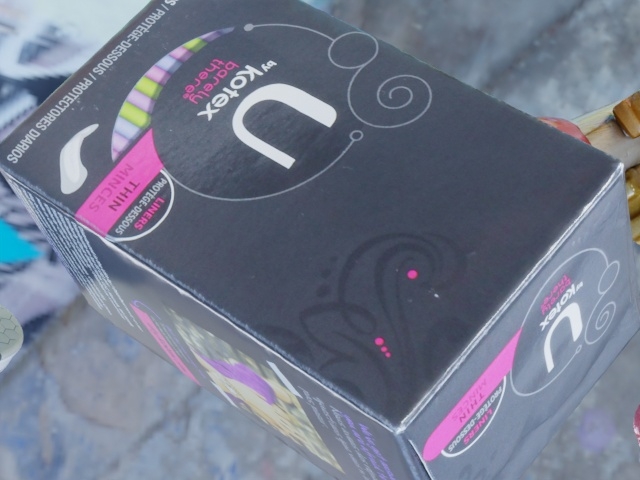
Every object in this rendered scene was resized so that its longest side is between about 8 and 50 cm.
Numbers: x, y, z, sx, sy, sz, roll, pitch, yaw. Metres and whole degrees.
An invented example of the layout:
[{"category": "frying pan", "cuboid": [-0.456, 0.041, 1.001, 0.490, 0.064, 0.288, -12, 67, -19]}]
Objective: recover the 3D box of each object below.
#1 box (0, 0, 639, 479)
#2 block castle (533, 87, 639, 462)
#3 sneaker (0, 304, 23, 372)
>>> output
[{"category": "box", "cuboid": [0.000, 0.000, 0.762, 0.270, 0.143, 0.165, 31, 69, 30]}, {"category": "block castle", "cuboid": [0.327, -0.048, 0.952, 0.453, 0.213, 0.303, -39, 78, 42]}, {"category": "sneaker", "cuboid": [-0.304, 0.126, 0.993, 0.086, 0.226, 0.163, 45, 112, 16]}]
